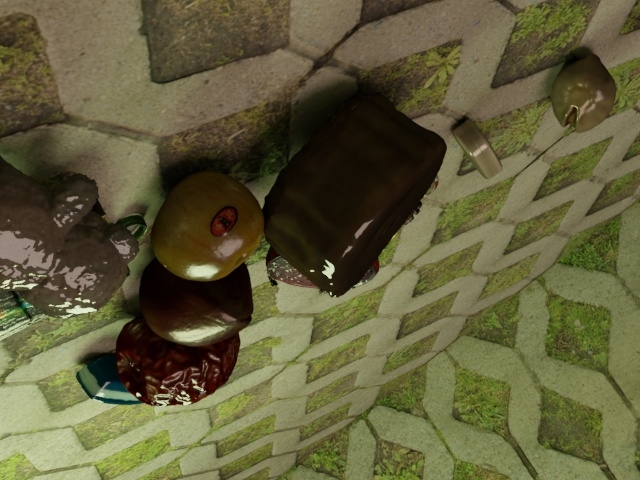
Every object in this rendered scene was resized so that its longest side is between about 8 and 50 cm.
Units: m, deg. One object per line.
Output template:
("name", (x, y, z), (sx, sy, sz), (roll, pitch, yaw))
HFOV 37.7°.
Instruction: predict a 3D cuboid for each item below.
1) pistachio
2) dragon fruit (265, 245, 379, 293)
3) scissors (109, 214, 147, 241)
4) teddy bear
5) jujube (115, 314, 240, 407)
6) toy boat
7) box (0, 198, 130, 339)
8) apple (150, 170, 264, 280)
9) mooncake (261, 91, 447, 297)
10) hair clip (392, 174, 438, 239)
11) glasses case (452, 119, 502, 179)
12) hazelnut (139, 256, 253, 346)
("pistachio", (0.537, -0.293, 1.915), (0.223, 0.126, 0.152), (62, 51, -69))
("dragon fruit", (0.004, -0.001, 1.831), (0.219, 0.148, 0.224), (6, 158, -10))
("scissors", (-0.345, 0.032, 1.546), (0.101, 0.027, 0.204), (-15, 151, -30))
("teddy bear", (-0.373, 0.000, 1.213), (0.236, 0.151, 0.267), (-40, 141, 25))
("jujube", (-0.265, 0.214, 1.787), (0.232, 0.213, 0.213), (-27, 160, -42))
("toy boat", (-0.382, 0.284, 1.950), (0.061, 0.096, 0.299), (-48, 157, 13))
("box", (-0.415, 0.039, 1.382), (0.240, 0.071, 0.159), (-28, 148, -13))
("apple", (-0.174, -0.019, 1.471), (0.182, 0.155, 0.182), (-58, 178, -2))
("mooncake", (0.050, -0.079, 1.549), (0.324, 0.187, 0.324), (-48, 168, -13))
("hair clip", (0.144, -0.058, 1.925), (0.138, 0.091, 0.321), (-10, 148, -38))
("glasses case", (0.321, -0.183, 1.909), (0.050, 0.083, 0.196), (-35, 160, 9))
("hazelnut", (-0.203, 0.100, 1.626), (0.208, 0.208, 0.208), (-27, 158, -12))
